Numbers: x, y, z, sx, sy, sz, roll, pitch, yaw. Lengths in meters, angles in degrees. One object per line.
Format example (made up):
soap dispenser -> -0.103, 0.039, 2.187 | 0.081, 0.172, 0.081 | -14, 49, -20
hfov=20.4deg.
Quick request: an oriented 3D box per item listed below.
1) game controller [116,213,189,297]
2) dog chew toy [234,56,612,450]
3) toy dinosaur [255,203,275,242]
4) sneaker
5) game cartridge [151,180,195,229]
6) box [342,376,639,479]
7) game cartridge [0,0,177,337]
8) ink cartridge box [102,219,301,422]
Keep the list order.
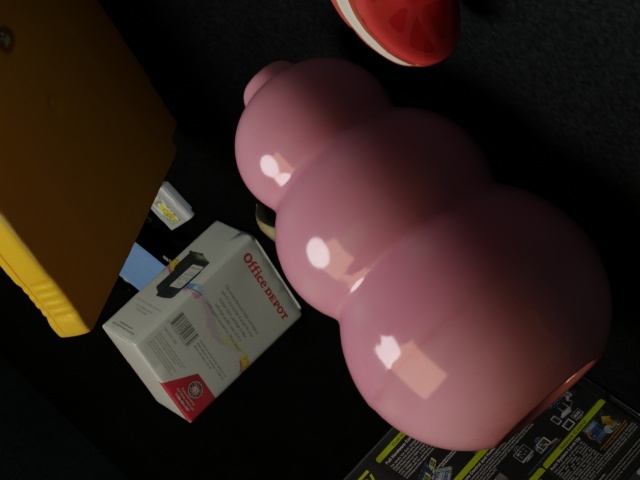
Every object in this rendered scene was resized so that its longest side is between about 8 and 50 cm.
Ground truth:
game controller -> -0.221, 0.013, 2.112 | 0.319, 0.067, 0.166 | 37, 159, 20
dog chew toy -> 0.062, -0.004, 1.340 | 0.332, 0.206, 0.206 | 49, 162, 13
toy dinosaur -> 0.000, 0.000, 1.662 | 0.268, 0.064, 0.118 | 33, 164, 39
sneaker -> 0.064, -0.187, 1.116 | 0.128, 0.087, 0.221 | 26, 154, 45
game cartridge -> -0.171, -0.040, 1.981 | 0.056, 0.017, 0.083 | 50, 160, -5
box -> 0.148, 0.223, 1.499 | 0.216, 0.270, 0.060 | 34, 157, 27
game cartridge -> -0.261, -0.120, 1.626 | 0.053, 0.285, 0.323 | -10, 129, 29
ink cartridge box -> -0.123, 0.085, 1.902 | 0.072, 0.175, 0.127 | 24, 151, 51
